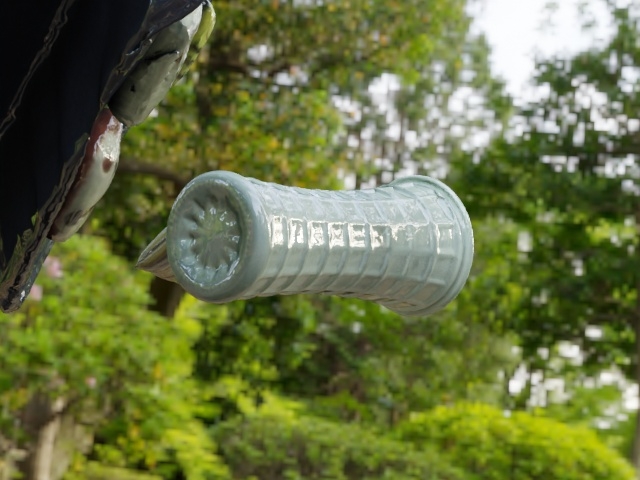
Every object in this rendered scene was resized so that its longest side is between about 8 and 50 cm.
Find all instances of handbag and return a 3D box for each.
[{"bbox_3d":[-0.098,-0.149,0.733,0.122,0.329,0.303,35,-39,-5],"label":"handbag"}]

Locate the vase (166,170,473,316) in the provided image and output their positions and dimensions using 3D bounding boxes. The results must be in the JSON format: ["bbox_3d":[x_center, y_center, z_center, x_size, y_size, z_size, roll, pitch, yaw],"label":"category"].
[{"bbox_3d":[0.000,0.000,1.249,0.143,0.143,0.298,-5,-6,39],"label":"vase"}]

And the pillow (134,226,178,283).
[{"bbox_3d":[-0.125,0.002,1.431,0.038,0.113,0.203,45,2,11],"label":"pillow"}]
